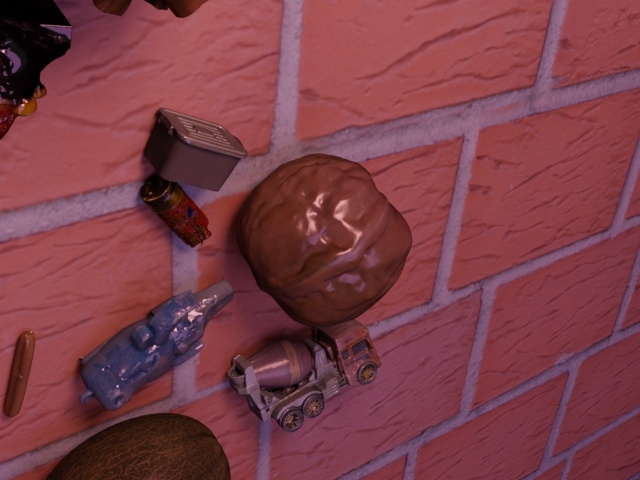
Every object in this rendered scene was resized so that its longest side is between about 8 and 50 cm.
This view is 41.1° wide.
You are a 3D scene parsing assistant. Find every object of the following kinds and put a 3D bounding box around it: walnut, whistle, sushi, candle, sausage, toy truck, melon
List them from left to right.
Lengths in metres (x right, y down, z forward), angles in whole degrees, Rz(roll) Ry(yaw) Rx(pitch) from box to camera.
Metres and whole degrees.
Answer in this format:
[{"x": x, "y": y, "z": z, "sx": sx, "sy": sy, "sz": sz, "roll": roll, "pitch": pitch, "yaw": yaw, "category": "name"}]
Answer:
[{"x": -0.359, "y": -0.173, "z": 0.850, "sx": 0.172, "sy": 0.153, "sz": 0.150, "roll": -4, "pitch": 124, "yaw": -30, "category": "sushi"}, {"x": -0.403, "y": 0.180, "z": 1.147, "sx": 0.024, "sy": 0.024, "sz": 0.132, "roll": -1, "pitch": 119, "yaw": -42, "category": "sausage"}, {"x": -0.271, "y": 0.387, "z": 1.251, "sx": 0.302, "sy": 0.237, "sz": 0.237, "roll": -34, "pitch": 136, "yaw": -23, "category": "melon"}, {"x": -0.233, "y": 0.146, "z": 1.228, "sx": 0.269, "sy": 0.093, "sz": 0.180, "roll": -36, "pitch": 160, "yaw": -18, "category": "whistle"}, {"x": -0.192, "y": -0.036, "z": 1.167, "sx": 0.052, "sy": 0.052, "sz": 0.130, "roll": -44, "pitch": 138, "yaw": -9, "category": "candle"}, {"x": -0.029, "y": 0.213, "z": 1.453, "sx": 0.257, "sy": 0.108, "sz": 0.140, "roll": -27, "pitch": 120, "yaw": -22, "category": "toy truck"}, {"x": 0.001, "y": 0.001, "z": 1.234, "sx": 0.248, "sy": 0.248, "sz": 0.248, "roll": -23, "pitch": 131, "yaw": -29, "category": "walnut"}]

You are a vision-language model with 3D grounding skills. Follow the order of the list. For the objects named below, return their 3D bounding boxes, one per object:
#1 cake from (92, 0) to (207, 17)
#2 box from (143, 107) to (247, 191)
[{"x": -0.220, "y": -0.335, "z": 0.783, "sx": 0.332, "sy": 0.332, "sz": 0.321, "roll": -29, "pitch": 164, "yaw": -25, "category": "cake"}, {"x": -0.166, "y": -0.116, "z": 1.115, "sx": 0.122, "sy": 0.084, "sz": 0.069, "roll": 12, "pitch": 116, "yaw": -45, "category": "box"}]
